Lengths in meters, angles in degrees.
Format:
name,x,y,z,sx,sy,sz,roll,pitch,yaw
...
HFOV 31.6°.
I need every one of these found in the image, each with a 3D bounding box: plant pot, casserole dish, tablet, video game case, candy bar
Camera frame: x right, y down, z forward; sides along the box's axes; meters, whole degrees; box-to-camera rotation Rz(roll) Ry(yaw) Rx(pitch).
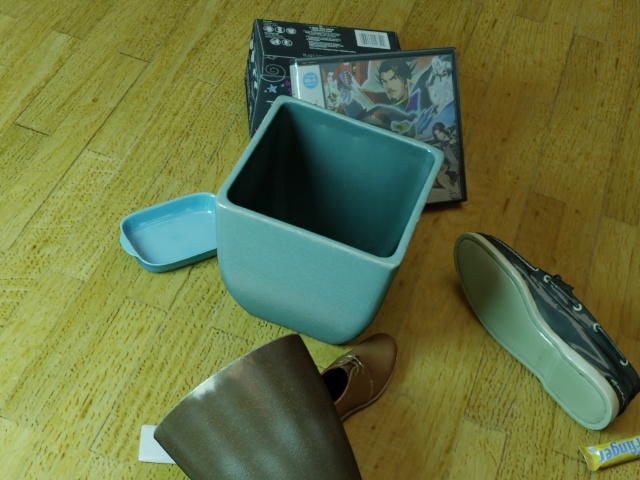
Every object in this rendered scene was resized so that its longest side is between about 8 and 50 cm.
name,x,y,z,sx,sy,sz,roll,pitch,yaw
plant pot,-0.046,0.266,1.345,0.215,0.215,0.230,-27,72,-32
plant pot,0.000,0.000,1.555,0.248,0.252,0.247,20,45,7
casserole dish,-0.206,-0.008,1.669,0.188,0.037,0.114,-20,55,-28
tablet,-0.188,0.260,1.437,0.083,0.006,0.054,5,46,-7
video game case,0.094,-0.170,1.774,0.275,0.248,0.035,-7,6,-18
candy bar,0.427,0.282,1.545,0.161,0.018,0.040,-9,50,-19

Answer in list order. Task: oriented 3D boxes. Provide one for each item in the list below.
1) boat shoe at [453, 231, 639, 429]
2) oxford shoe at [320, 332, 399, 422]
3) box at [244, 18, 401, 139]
name,x,y,z,sx,sy,sz,roll,pitch,yaw
boat shoe,0.328,0.109,1.614,0.113,0.127,0.340,-23,57,-31
oxford shoe,0.043,0.183,1.516,0.076,0.076,0.212,31,47,19
box,0.005,-0.259,1.882,0.247,0.142,0.163,4,45,-12
